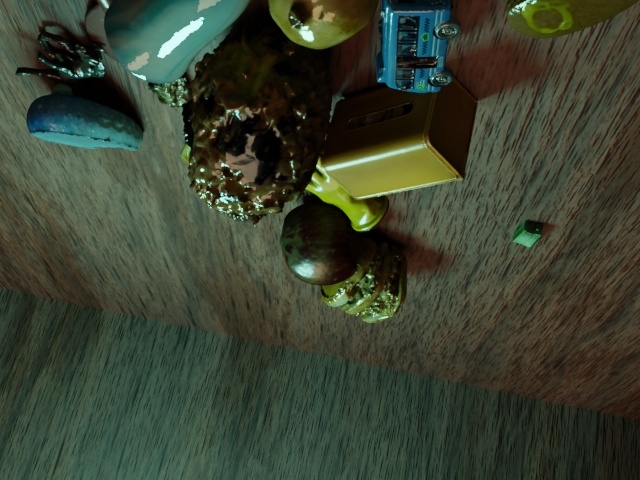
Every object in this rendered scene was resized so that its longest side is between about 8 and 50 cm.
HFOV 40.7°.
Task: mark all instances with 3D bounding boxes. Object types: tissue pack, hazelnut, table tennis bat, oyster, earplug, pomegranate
[{"bbox_3d":[0.159,-0.217,1.765,0.275,0.194,0.145,-10,143,40],"label":"tissue pack"},{"bbox_3d":[0.000,0.000,2.277,0.218,0.233,0.218,-5,138,-5],"label":"hazelnut"},{"bbox_3d":[-0.395,-0.433,1.750,0.201,0.038,0.310,5,156,17],"label":"table tennis bat"},{"bbox_3d":[-0.336,-0.330,1.923,0.106,0.056,0.177,24,166,-10],"label":"oyster"},{"bbox_3d":[-0.228,-0.429,1.533,0.185,0.184,0.324,28,146,-31],"label":"earplug"},{"bbox_3d":[-0.001,-0.402,1.433,0.196,0.196,0.196,11,156,5],"label":"pomegranate"}]

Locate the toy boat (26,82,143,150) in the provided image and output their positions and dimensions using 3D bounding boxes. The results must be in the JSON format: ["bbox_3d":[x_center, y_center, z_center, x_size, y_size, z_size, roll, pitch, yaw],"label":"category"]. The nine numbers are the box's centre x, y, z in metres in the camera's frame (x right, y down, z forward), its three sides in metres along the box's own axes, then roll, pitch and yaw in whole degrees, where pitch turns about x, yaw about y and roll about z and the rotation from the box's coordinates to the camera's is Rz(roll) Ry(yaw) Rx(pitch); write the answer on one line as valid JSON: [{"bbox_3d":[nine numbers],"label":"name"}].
[{"bbox_3d":[-0.560,-0.290,2.048,0.215,0.123,0.330,6,179,21],"label":"toy boat"}]

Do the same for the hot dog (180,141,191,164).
[{"bbox_3d":[-0.288,-0.242,2.109,0.066,0.047,0.216,36,151,-14],"label":"hot dog"}]

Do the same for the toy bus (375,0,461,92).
[{"bbox_3d":[0.166,-0.363,1.496,0.134,0.113,0.246,-3,156,1],"label":"toy bus"}]

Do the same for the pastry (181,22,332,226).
[{"bbox_3d":[-0.129,-0.219,1.711,0.293,0.337,0.405,11,156,-4],"label":"pastry"}]

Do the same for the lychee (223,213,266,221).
[{"bbox_3d":[-0.195,-0.137,2.138,0.188,0.188,0.188,11,156,5],"label":"lychee"}]

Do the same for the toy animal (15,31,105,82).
[{"bbox_3d":[-0.557,-0.381,1.878,0.148,0.084,0.233,27,159,-31],"label":"toy animal"}]

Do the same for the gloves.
[{"bbox_3d":[0.032,-0.149,2.121,0.133,0.116,0.294,-36,123,25],"label":"gloves"}]

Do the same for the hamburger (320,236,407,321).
[{"bbox_3d":[0.131,0.110,2.449,0.211,0.245,0.260,26,-168,-20],"label":"hamburger"}]

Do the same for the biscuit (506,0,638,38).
[{"bbox_3d":[0.366,-0.424,1.363,0.277,0.052,0.262,30,151,-34],"label":"biscuit"}]

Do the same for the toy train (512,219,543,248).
[{"bbox_3d":[0.530,-0.016,2.204,0.056,0.038,0.093,17,156,-3],"label":"toy train"}]
